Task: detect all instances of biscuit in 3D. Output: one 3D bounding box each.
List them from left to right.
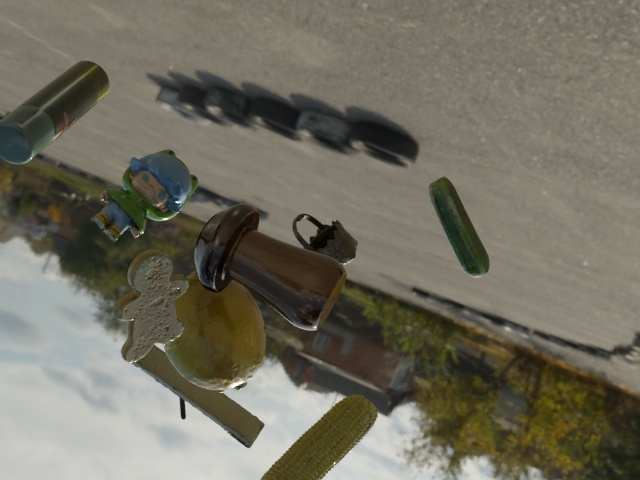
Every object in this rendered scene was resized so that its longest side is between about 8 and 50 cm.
[{"bbox_3d":[-0.311,0.113,1.507,0.153,0.234,0.030,-28,-132,-33],"label":"biscuit"}]

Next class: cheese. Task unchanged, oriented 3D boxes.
[{"bbox_3d":[-0.328,0.405,2.187,0.400,0.085,0.034,37,147,1],"label":"cheese"}]

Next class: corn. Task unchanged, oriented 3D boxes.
[{"bbox_3d":[-0.003,0.366,1.431,0.081,0.248,0.081,45,164,17],"label":"corn"}]

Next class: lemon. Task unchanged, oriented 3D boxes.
[{"bbox_3d":[-0.240,0.204,1.834,0.236,0.236,0.263,27,-152,-49],"label":"lemon"}]

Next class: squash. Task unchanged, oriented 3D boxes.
[{"bbox_3d":[0.292,-0.025,1.727,0.229,0.066,0.066,64,173,-3],"label":"squash"}]

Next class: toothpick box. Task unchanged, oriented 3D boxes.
[{"bbox_3d":[-0.106,0.053,1.628,0.294,0.192,0.192,27,177,9],"label":"toothpick box"}]

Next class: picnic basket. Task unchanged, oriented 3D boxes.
[{"bbox_3d":[0.000,0.000,2.155,0.178,0.138,0.128,43,-152,-15],"label":"picnic basket"}]

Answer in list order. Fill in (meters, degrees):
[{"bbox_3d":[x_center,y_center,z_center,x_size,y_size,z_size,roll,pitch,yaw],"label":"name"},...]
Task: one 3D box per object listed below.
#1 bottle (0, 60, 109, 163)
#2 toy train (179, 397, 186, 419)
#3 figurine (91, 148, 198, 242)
[{"bbox_3d":[-0.473,-0.232,1.451,0.082,0.082,0.286,23,-144,2],"label":"bottle"},{"bbox_3d":[-0.404,0.487,2.400,0.017,0.083,0.017,-2,148,-13],"label":"toy train"},{"bbox_3d":[-0.405,-0.103,1.886,0.162,0.263,0.143,46,151,0],"label":"figurine"}]
